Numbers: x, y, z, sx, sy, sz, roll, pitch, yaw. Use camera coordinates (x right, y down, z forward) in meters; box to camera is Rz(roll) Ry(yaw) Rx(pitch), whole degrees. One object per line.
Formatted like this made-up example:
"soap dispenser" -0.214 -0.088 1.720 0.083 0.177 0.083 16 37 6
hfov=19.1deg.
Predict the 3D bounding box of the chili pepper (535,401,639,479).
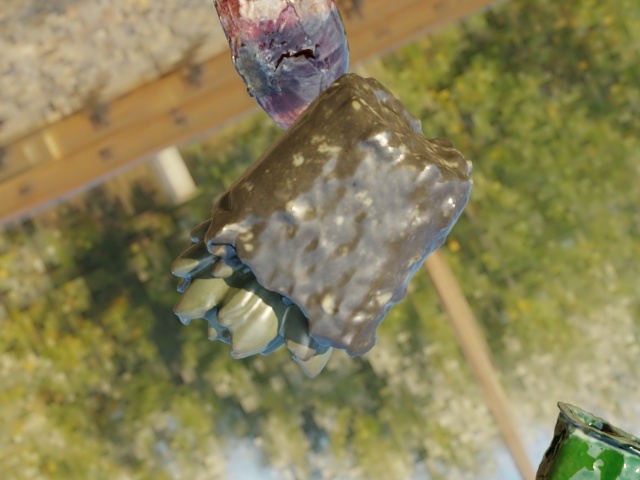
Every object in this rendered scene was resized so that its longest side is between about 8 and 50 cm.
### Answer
"chili pepper" 0.135 0.233 1.064 0.136 0.270 0.099 18 -168 -44

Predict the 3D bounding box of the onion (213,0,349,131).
"onion" -0.026 -0.217 1.912 0.098 0.206 0.151 -15 -147 24

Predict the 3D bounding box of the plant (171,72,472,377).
"plant" 0.000 0.000 1.184 0.194 0.132 0.129 -49 180 20
